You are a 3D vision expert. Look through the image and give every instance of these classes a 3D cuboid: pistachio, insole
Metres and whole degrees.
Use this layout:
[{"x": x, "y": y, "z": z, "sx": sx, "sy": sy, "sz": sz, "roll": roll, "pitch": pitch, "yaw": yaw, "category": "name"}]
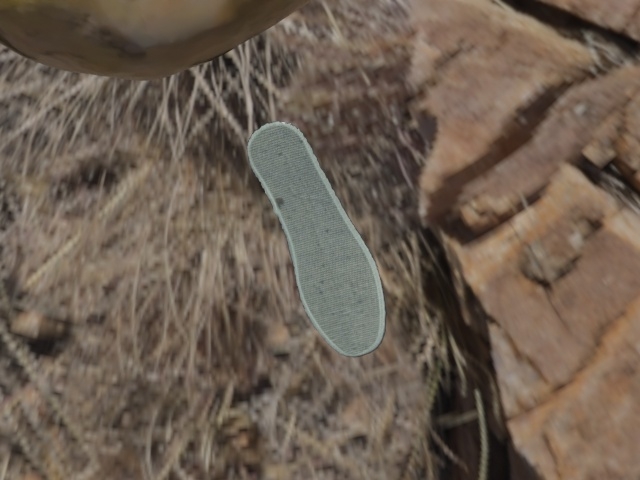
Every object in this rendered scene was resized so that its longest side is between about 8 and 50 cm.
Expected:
[{"x": -0.120, "y": -0.167, "z": 1.007, "sx": 0.213, "sy": 0.260, "sz": 0.162, "roll": 25, "pitch": 87, "yaw": -36, "category": "pistachio"}, {"x": 0.000, "y": 0.000, "z": 1.682, "sx": 0.080, "sy": 0.003, "sz": 0.232, "roll": -17, "pitch": 108, "yaw": 20, "category": "insole"}]
